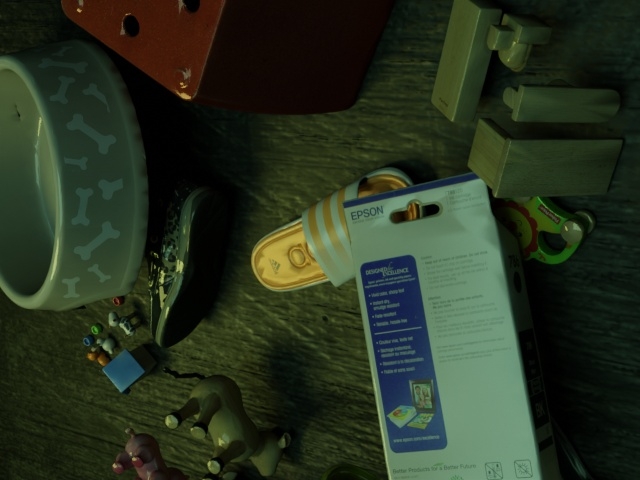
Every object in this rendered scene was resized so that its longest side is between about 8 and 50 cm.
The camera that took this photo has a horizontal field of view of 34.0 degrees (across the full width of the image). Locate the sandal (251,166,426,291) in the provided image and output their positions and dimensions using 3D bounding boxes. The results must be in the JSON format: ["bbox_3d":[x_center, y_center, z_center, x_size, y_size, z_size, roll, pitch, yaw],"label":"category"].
[{"bbox_3d":[0.005,0.010,1.163,0.265,0.076,0.102,-27,92,40],"label":"sandal"}]

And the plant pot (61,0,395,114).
[{"bbox_3d":[-0.092,-0.275,1.013,0.267,0.235,0.267,37,126,19],"label":"plant pot"}]

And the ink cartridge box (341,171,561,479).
[{"bbox_3d":[0.130,0.107,1.045,0.165,0.065,0.333,-10,88,30],"label":"ink cartridge box"}]

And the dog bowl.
[{"bbox_3d":[-0.334,-0.074,1.285,0.348,0.102,0.349,16,110,51],"label":"dog bowl"}]

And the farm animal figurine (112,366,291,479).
[{"bbox_3d":[-0.109,0.347,1.342,0.326,0.172,0.330,33,118,7],"label":"farm animal figurine"}]

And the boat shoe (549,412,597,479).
[{"bbox_3d":[0.253,0.285,1.073,0.319,0.116,0.099,55,131,12],"label":"boat shoe"}]

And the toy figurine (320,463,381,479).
[{"bbox_3d":[0.094,0.442,1.203,0.362,0.191,0.217,36,143,0],"label":"toy figurine"}]

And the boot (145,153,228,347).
[{"bbox_3d":[-0.212,0.001,1.319,0.178,0.085,0.236,34,125,26],"label":"boot"}]

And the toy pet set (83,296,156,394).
[{"bbox_3d":[-0.291,0.158,1.448,0.114,0.065,0.122,48,129,10],"label":"toy pet set"}]

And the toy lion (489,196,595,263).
[{"bbox_3d":[0.207,-0.013,1.038,0.100,0.034,0.096,40,134,16],"label":"toy lion"}]

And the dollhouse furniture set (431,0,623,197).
[{"bbox_3d":[0.199,-0.140,0.991,0.151,0.123,0.144,-125,39,-52],"label":"dollhouse furniture set"}]
